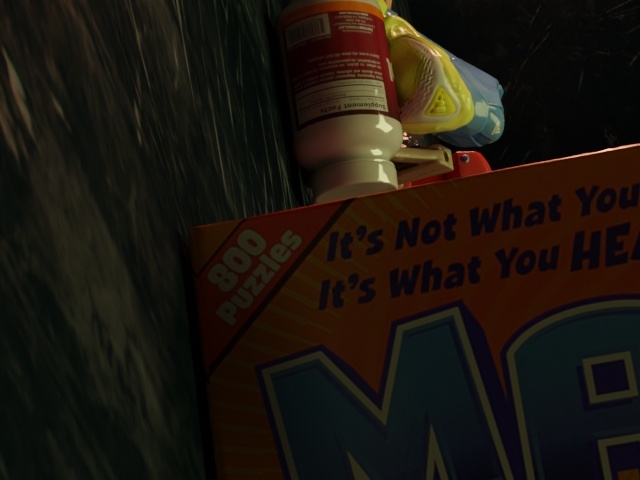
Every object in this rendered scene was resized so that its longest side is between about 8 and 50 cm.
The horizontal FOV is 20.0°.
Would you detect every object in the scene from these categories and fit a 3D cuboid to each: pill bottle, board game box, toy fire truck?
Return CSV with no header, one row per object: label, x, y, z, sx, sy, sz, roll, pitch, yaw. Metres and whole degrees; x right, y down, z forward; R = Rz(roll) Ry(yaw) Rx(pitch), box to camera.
pill bottle,0.016,-0.104,1.370,0.086,0.086,0.152,58,22,-72
board game box,0.160,0.182,0.945,0.356,0.356,0.356,61,20,-68
toy fire truck,0.065,-0.055,1.492,0.135,0.192,0.047,139,-54,-64

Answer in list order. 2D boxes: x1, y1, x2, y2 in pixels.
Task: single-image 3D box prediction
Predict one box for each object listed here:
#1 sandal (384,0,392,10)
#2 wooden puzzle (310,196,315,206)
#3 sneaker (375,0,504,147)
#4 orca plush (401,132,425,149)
sandal,0.039,-0.248,1.947,0.049,0.072,0.180,18,63,-58
wooden puzzle,0.000,0.000,1.409,0.049,0.006,0.083,68,13,-60
sneaker,0.071,-0.133,1.498,0.126,0.091,0.240,25,15,-32
orca plush,0.043,-0.119,1.790,0.151,0.102,0.287,-54,-173,29
